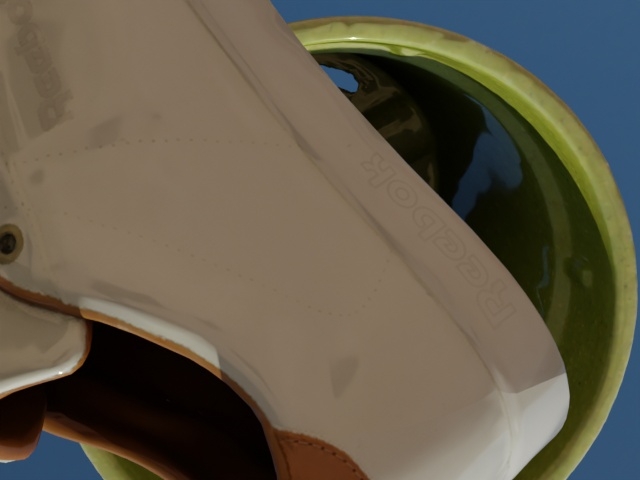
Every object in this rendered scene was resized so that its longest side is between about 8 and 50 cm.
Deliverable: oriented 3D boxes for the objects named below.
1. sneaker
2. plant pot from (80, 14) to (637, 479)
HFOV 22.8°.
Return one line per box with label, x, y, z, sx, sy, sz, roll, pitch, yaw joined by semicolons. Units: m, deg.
sneaker;-0.074;-0.026;0.401;0.123;0.106;0.290;-38;-104;-29
plant pot;0.000;0.000;0.846;0.276;0.276;0.254;15;-166;-10
